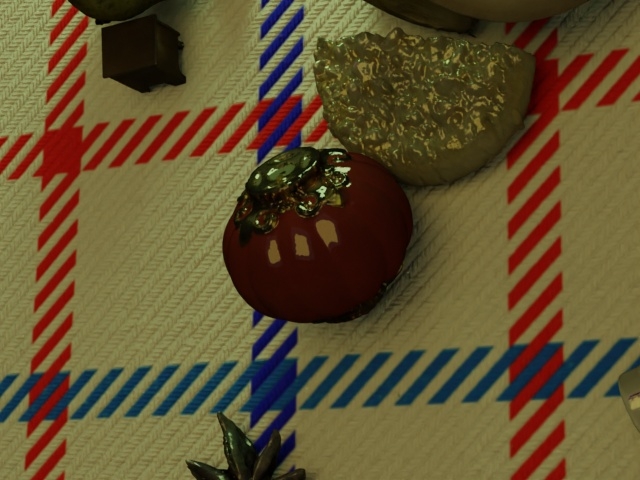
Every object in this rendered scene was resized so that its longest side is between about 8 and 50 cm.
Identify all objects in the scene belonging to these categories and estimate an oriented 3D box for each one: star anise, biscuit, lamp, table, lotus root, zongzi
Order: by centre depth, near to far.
[{"bbox_3d":[0.000,0.000,1.798,0.227,0.227,0.227,-7,75,26],"label":"lamp"},{"bbox_3d":[0.083,-0.312,1.833,0.194,0.197,0.099,32,110,26],"label":"zongzi"},{"bbox_3d":[-0.090,0.311,1.846,0.180,0.061,0.204,-45,67,-2],"label":"star anise"},{"bbox_3d":[0.111,-0.154,1.847,0.281,0.084,0.179,11,87,31],"label":"biscuit"},{"bbox_3d":[-0.227,-0.240,2.038,0.083,0.082,0.070,-11,73,25],"label":"table"},{"bbox_3d":[-0.249,-0.336,2.044,0.183,0.078,0.203,-17,27,-2],"label":"lotus root"}]

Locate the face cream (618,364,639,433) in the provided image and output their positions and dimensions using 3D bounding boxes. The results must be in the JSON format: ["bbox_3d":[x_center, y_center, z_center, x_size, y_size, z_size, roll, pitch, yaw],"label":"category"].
[{"bbox_3d":[0.442,0.120,1.610,0.269,0.082,0.082,-28,67,20],"label":"face cream"}]

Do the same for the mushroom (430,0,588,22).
[{"bbox_3d":[0.201,-0.407,1.757,0.362,0.294,0.362,2,72,-7],"label":"mushroom"}]
